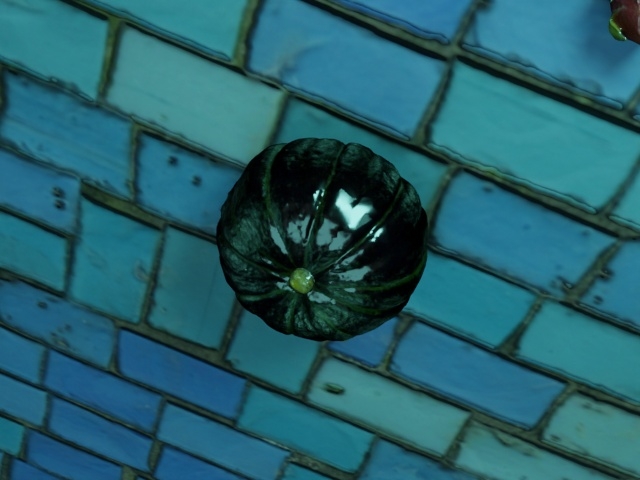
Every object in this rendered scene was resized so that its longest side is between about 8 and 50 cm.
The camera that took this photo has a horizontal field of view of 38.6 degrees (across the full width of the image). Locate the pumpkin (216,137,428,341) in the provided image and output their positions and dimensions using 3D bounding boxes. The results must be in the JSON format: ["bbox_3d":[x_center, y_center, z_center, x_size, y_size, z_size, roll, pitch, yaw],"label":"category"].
[{"bbox_3d":[0.000,0.000,0.928,0.220,0.162,0.220,8,124,11],"label":"pumpkin"}]

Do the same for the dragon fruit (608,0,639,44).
[{"bbox_3d":[0.265,-0.197,0.745,0.060,0.056,0.083,21,133,1],"label":"dragon fruit"}]
